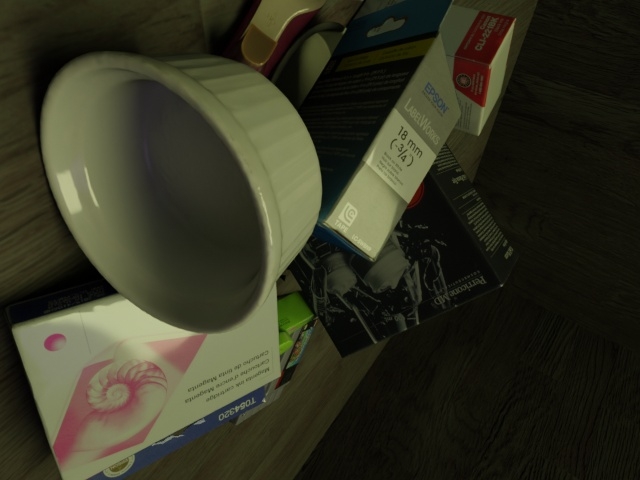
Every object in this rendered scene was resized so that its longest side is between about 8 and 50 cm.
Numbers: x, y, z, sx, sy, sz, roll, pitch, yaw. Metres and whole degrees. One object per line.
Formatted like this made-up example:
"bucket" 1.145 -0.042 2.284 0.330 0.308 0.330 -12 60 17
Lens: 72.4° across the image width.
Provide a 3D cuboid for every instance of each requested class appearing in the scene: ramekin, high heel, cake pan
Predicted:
"ramekin" -0.133 -0.055 0.455 0.135 0.277 0.277 -45 153 -51
"high heel" -0.068 -0.292 0.608 0.117 0.082 0.244 -22 -137 56
"cake pan" -0.030 -0.222 0.752 0.293 0.054 0.293 -46 153 -32

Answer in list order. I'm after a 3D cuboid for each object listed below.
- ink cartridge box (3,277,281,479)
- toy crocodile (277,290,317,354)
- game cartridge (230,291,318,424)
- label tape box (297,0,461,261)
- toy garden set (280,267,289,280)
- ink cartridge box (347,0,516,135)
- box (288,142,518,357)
"ink cartridge box" -0.204 0.189 0.616 0.324 0.071 0.331 -19 118 -35
"toy crocodile" -0.157 0.200 0.812 0.340 0.115 0.105 -31 159 -26
"game cartridge" -0.113 0.306 1.185 0.230 0.068 0.355 3 113 -61
"label tape box" 0.058 -0.160 0.613 0.105 0.240 0.334 35 84 -33
"toy garden set" -0.150 0.106 0.880 0.204 0.049 0.244 -63 158 4
"ink cartridge box" 0.203 -0.338 0.838 0.114 0.272 0.197 -60 158 -12
"box" 0.120 -0.005 0.817 0.343 0.313 0.179 -35 175 34
